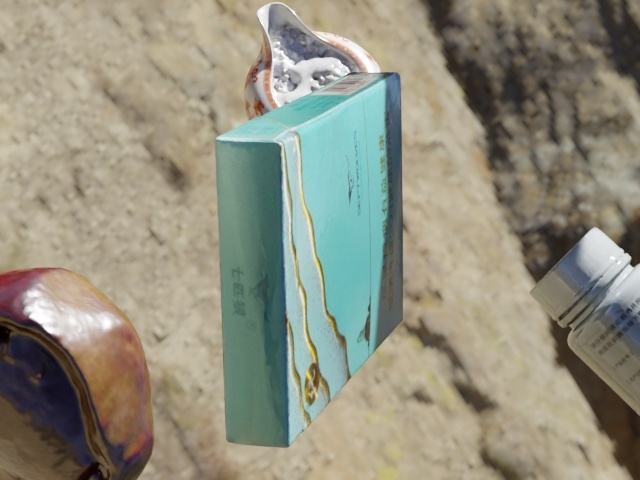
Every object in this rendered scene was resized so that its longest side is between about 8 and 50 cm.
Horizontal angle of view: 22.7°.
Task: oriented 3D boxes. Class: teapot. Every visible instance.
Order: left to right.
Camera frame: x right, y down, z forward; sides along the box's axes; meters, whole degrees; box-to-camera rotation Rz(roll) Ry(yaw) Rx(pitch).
[{"bbox_3d":[0.003,-0.148,1.773,0.159,0.116,0.245,-31,66,-30],"label":"teapot"}]

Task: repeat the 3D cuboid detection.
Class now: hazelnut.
[{"bbox_3d":[-0.214,0.120,1.251,0.161,0.170,0.201,-14,85,-27],"label":"hazelnut"}]

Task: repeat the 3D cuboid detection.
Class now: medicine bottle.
[{"bbox_3d":[0.210,0.058,1.080,0.130,0.080,0.080,44,28,7],"label":"medicine bottle"}]

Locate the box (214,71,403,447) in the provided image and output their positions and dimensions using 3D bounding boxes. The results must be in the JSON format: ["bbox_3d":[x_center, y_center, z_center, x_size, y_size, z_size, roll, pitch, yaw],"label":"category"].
[{"bbox_3d":[0.000,0.000,0.891,0.229,0.041,0.162,-39,130,-67],"label":"box"}]
